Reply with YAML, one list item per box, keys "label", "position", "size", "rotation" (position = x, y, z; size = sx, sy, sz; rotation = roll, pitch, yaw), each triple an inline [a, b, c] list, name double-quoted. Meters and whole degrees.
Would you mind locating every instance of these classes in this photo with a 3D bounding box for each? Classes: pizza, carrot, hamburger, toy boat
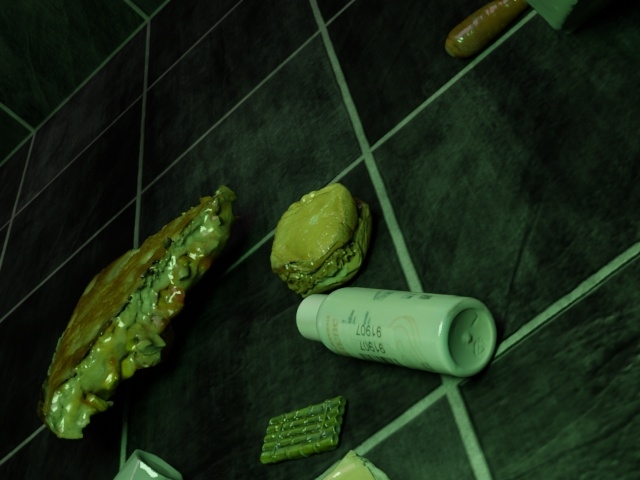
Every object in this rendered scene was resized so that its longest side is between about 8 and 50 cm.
- label: "pizza"
  position: [-0.251, 0.095, 1.433]
  size: [0.406, 0.130, 0.440]
  rotation: [-44, 19, 8]
- label: "carrot"
  position: [0.263, -0.321, 1.313]
  size: [0.216, 0.048, 0.048]
  rotation: [-35, 31, 14]
- label: "hamburger"
  position: [0.000, 0.000, 1.244]
  size: [0.138, 0.083, 0.147]
  rotation: [-21, 40, 34]
- label: "toy boat"
  position: [-0.019, 0.213, 1.078]
  size: [0.115, 0.016, 0.063]
  rotation: [-24, 38, 37]

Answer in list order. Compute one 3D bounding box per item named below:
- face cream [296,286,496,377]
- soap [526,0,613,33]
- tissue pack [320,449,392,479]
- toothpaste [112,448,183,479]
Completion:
- label: "face cream"
  position: [0.068, 0.093, 1.038]
  size: [0.269, 0.082, 0.082]
  rotation: [-1, 54, 55]
- label: "soap"
  position: [0.319, -0.419, 0.972]
  size: [0.350, 0.213, 0.435]
  rotation: [-37, -5, 6]
- label: "tissue pack"
  position: [0.004, 0.311, 0.833]
  size: [0.222, 0.090, 0.186]
  rotation: [-43, 31, -3]
- label: "toothpaste"
  position: [-0.295, 0.425, 1.151]
  size: [0.371, 0.080, 0.125]
  rotation: [-56, 29, -3]
